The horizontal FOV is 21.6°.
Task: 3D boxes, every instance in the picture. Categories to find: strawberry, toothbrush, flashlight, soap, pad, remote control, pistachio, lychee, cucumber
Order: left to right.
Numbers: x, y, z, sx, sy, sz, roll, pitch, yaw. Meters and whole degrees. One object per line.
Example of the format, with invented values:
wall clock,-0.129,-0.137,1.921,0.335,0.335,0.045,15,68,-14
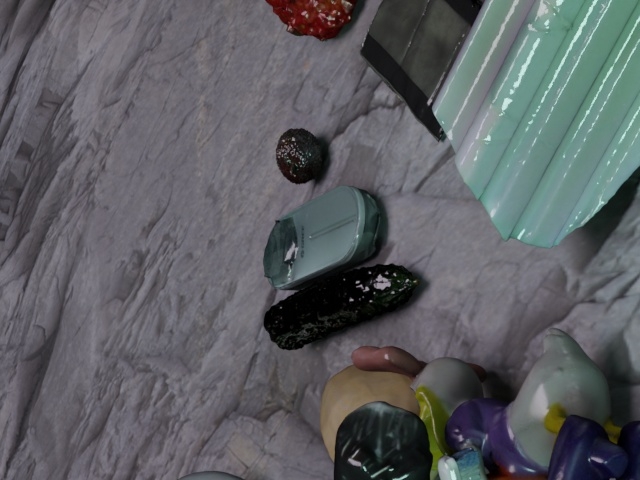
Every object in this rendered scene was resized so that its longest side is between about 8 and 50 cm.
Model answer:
lychee,-0.030,-0.112,2.235,0.067,0.068,0.083,-51,17,47
strawberry,-0.008,-0.387,2.230,0.236,0.111,0.190,-59,34,33
remote control,0.000,0.000,2.170,0.247,0.052,0.104,-23,61,56
cucumber,0.026,0.075,2.090,0.300,0.072,0.072,-27,60,54
flashlight,0.055,0.334,1.786,0.424,0.103,0.103,93,162,-46
pistachio,0.078,0.215,1.926,0.145,0.117,0.200,-37,28,1
pad,0.126,-0.246,2.050,0.174,0.022,0.233,-66,34,24
toothbrush,0.178,0.397,1.603,0.042,0.040,0.418,1,108,62
soap,0.246,-0.164,1.633,0.347,0.208,0.115,-65,32,28

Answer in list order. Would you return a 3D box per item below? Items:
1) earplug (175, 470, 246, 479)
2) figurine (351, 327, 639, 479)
earplug,-0.183,0.442,2.274,0.325,0.175,0.214,-35,48,40
figurine,0.188,0.181,1.696,0.421,0.154,0.193,-2,78,58
